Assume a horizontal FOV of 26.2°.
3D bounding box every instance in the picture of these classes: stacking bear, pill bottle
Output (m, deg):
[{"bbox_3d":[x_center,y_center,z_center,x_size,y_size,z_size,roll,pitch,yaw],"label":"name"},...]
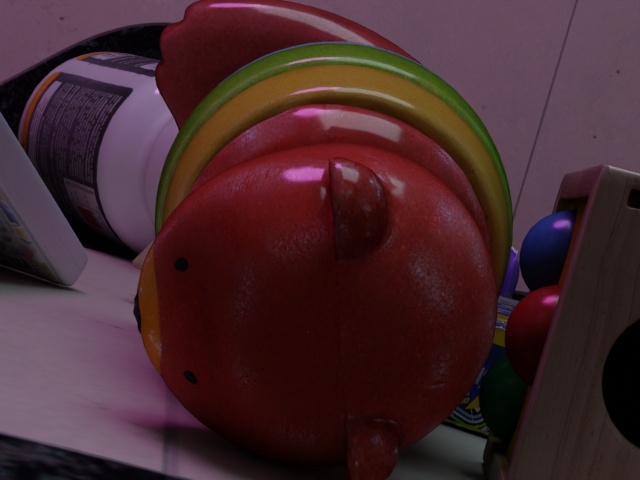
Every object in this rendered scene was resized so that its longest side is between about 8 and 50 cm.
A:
[{"bbox_3d":[0.000,0.000,0.552,0.164,0.175,0.289,3,13,-1],"label":"stacking bear"},{"bbox_3d":[-0.128,-0.065,1.118,0.162,0.162,0.278,15,3,-34],"label":"pill bottle"}]

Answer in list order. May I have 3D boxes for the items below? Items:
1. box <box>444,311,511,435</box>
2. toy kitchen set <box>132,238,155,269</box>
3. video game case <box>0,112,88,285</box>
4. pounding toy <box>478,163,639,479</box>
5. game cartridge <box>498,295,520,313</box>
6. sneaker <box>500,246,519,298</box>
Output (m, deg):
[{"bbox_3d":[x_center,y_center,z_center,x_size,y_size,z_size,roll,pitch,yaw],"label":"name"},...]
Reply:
[{"bbox_3d":[0.104,0.070,0.733,0.059,0.054,0.169,17,2,17],"label":"box"},{"bbox_3d":[-0.050,0.019,0.812,0.075,0.083,0.068,18,-39,32],"label":"toy kitchen set"},{"bbox_3d":[-0.245,-0.068,0.713,0.206,0.026,0.227,17,-27,22],"label":"video game case"},{"bbox_3d":[0.123,0.005,0.487,0.094,0.206,0.181,16,2,4],"label":"pounding toy"},{"bbox_3d":[0.137,0.072,0.998,0.198,0.062,0.297,20,1,-15],"label":"game cartridge"},{"bbox_3d":[0.020,0.013,1.195,0.293,0.102,0.146,12,4,24],"label":"sneaker"}]
